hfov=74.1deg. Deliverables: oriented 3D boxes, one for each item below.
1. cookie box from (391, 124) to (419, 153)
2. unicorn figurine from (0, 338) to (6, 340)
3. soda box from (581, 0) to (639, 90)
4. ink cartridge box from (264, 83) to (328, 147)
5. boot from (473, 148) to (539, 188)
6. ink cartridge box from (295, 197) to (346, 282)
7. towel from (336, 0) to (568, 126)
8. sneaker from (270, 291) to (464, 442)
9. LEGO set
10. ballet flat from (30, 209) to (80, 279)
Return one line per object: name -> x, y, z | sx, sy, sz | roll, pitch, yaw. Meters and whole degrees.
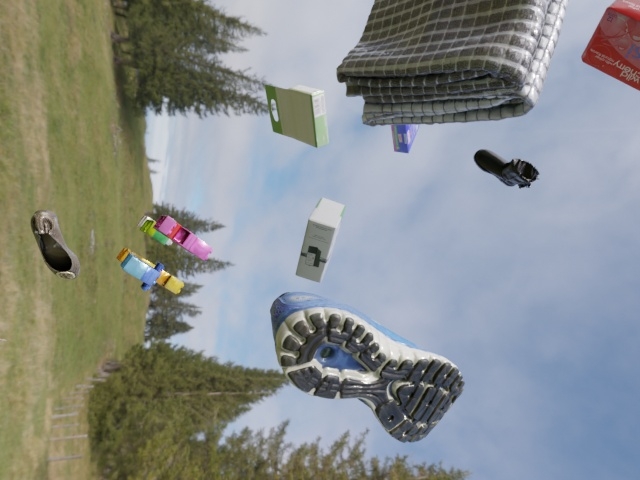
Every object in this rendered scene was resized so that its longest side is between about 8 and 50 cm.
cookie box -> 0.209, -0.284, 1.037 | 0.092, 0.040, 0.107 | 71, 38, -49
unicorn figurine -> -0.765, 0.180, 0.873 | 0.162, 0.111, 0.060 | 64, -2, -16
soda box -> 0.498, -0.234, 0.557 | 0.263, 0.083, 0.092 | 42, -16, 23
ink cartridge box -> -0.077, -0.408, 1.358 | 0.235, 0.056, 0.171 | 31, -39, 40
boot -> 0.385, -0.153, 0.880 | 0.045, 0.121, 0.099 | -52, -178, 3
ink cartridge box -> 0.000, 0.000, 1.287 | 0.153, 0.086, 0.209 | -65, 172, -56
towel -> 0.174, -0.294, 0.589 | 0.283, 0.121, 0.235 | 12, -100, 41
sneaker -> 0.067, 0.156, 0.577 | 0.130, 0.330, 0.147 | -51, -152, 2
LEGO set -> -0.213, 0.027, 0.580 | 0.087, 0.093, 0.227 | -58, -154, -13
ballet flat -> -0.707, 0.028, 1.129 | 0.058, 0.084, 0.250 | -111, -157, -43
